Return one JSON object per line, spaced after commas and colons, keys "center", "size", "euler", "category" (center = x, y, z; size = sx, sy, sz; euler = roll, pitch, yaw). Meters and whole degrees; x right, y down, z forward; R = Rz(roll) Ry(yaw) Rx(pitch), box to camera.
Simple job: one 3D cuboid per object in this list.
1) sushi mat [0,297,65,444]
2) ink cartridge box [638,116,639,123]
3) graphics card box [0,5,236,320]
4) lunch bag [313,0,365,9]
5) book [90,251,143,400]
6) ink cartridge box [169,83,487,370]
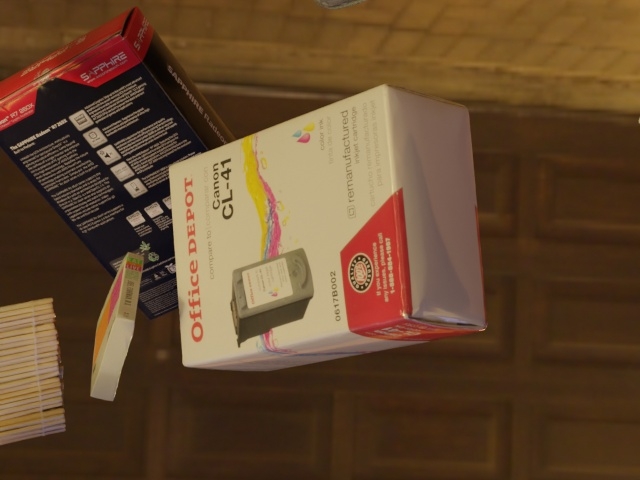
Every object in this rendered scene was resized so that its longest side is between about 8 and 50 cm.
{"center": [-0.413, 0.158, 1.321], "size": [0.316, 0.151, 0.019], "euler": [-11, -165, -25], "category": "sushi mat"}
{"center": [0.408, -0.034, 1.180], "size": [0.065, 0.333, 0.165], "euler": [-27, -160, 36], "category": "ink cartridge box"}
{"center": [-0.223, -0.087, 1.646], "size": [0.233, 0.094, 0.371], "euler": [-25, 120, 21], "category": "graphics card box"}
{"center": [0.047, -0.503, 1.722], "size": [0.212, 0.256, 0.305], "euler": [-14, 123, 44], "category": "lunch bag"}
{"center": [-0.208, 0.085, 1.346], "size": [0.035, 0.096, 0.144], "euler": [15, -156, -11], "category": "book"}
{"center": [0.000, 0.000, 1.285], "size": [0.306, 0.226, 0.131], "euler": [-16, 164, 40], "category": "ink cartridge box"}
